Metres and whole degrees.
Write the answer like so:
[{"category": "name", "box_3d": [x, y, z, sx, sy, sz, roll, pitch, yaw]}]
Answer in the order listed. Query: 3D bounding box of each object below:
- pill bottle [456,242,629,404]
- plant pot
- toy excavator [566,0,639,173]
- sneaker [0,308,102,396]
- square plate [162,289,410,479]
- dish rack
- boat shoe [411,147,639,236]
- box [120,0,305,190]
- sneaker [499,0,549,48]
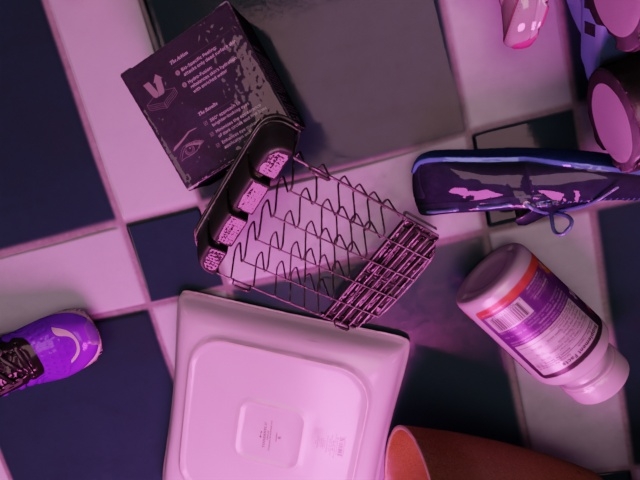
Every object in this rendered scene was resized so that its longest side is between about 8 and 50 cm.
[{"category": "pill bottle", "box_3d": [0.271, 0.104, 0.560, 0.193, 0.108, 0.108, 43, 105, -2]}, {"category": "plant pot", "box_3d": [0.231, 0.358, 0.578, 0.254, 0.237, 0.237, 2, 103, -6]}, {"category": "toy excavator", "box_3d": [0.298, -0.355, 0.412, 0.222, 0.446, 0.433, -19, 139, 16]}, {"category": "sneaker", "box_3d": [-0.472, 0.193, 0.677, 0.293, 0.146, 0.102, -18, 99, 13]}, {"category": "square plate", "box_3d": [-0.070, 0.272, 0.682, 0.343, 0.049, 0.348, 11, 104, 7]}, {"category": "dish rack", "box_3d": [0.000, 0.000, 0.571, 0.271, 0.074, 0.208, 26, 120, -23]}, {"category": "boat shoe", "box_3d": [0.241, -0.062, 0.546, 0.258, 0.109, 0.089, 7, 111, 24]}, {"category": "box", "box_3d": [-0.126, -0.171, 0.570, 0.155, 0.093, 0.158, -27, 98, 13]}, {"category": "sneaker", "box_3d": [0.179, -0.328, 0.492, 0.111, 0.103, 0.253, -11, 94, 15]}]
